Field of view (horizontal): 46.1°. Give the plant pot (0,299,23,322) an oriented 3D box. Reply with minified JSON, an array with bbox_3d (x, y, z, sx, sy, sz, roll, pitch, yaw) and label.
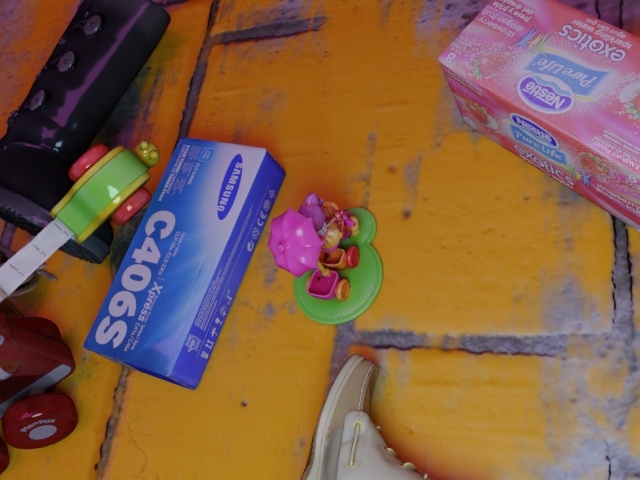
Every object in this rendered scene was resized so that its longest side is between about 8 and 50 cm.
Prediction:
[{"bbox_3d":[-0.544,0.134,1.200,0.081,0.081,0.083,33,95,34],"label":"plant pot"}]

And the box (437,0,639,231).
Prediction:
[{"bbox_3d":[0.306,-0.163,0.898,0.142,0.154,0.300,-47,56,-3],"label":"box"}]

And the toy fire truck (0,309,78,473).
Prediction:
[{"bbox_3d":[-0.502,0.205,1.034,0.302,0.254,0.169,-31,56,8],"label":"toy fire truck"}]

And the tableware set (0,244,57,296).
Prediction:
[{"bbox_3d":[-0.534,0.036,1.219,0.194,0.039,0.128,22,31,31],"label":"tableware set"}]

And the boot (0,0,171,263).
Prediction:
[{"bbox_3d":[-0.379,-0.213,1.269,0.367,0.146,0.445,22,72,31],"label":"boot"}]

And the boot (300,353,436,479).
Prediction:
[{"bbox_3d":[0.089,0.255,0.826,0.203,0.095,0.262,7,48,15],"label":"boot"}]

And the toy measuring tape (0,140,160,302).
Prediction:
[{"bbox_3d":[-0.338,-0.040,1.053,0.121,0.121,0.330,19,52,32],"label":"toy measuring tape"}]

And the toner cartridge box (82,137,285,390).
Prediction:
[{"bbox_3d":[-0.192,0.023,1.088,0.165,0.075,0.348,11,70,28],"label":"toner cartridge box"}]

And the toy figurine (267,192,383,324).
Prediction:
[{"bbox_3d":[0.000,0.000,0.957,0.130,0.159,0.173,9,69,29],"label":"toy figurine"}]
